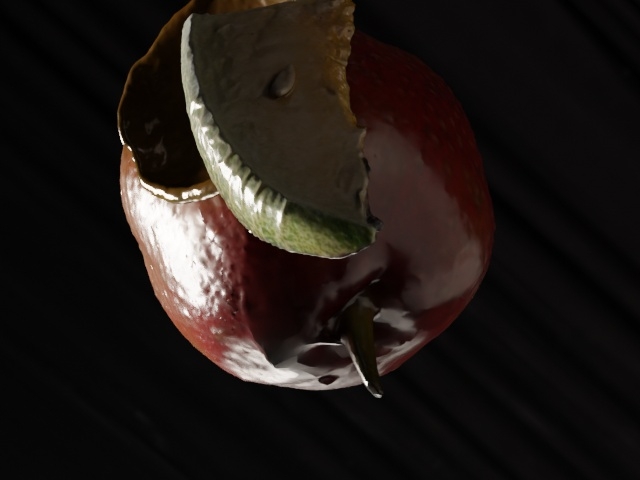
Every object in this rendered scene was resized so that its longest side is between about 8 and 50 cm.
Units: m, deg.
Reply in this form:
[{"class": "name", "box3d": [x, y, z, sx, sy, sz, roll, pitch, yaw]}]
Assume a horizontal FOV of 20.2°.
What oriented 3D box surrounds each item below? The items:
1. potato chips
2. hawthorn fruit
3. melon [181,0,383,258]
[{"class": "potato chips", "box3d": [-0.054, -0.102, 1.172, 0.201, 0.049, 0.150, -47, 51, 33]}, {"class": "hawthorn fruit", "box3d": [0.000, 0.000, 1.359, 0.285, 0.285, 0.369, -46, 36, 15]}, {"class": "melon", "box3d": [-0.021, -0.053, 0.907, 0.098, 0.054, 0.182, -14, 44, 8]}]
